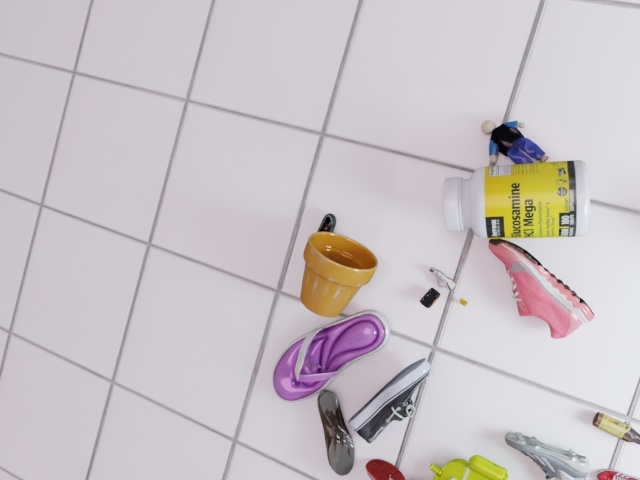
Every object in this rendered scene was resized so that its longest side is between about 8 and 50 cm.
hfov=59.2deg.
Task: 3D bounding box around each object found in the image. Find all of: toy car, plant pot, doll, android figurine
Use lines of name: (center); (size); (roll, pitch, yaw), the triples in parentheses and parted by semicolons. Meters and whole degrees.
toy car: (0.337, 0.174, 1.544); (0.122, 0.040, 0.060); (21, 75, 22)
plant pot: (0.033, 0.106, 1.589); (0.205, 0.205, 0.187); (30, 114, 18)
doll: (0.501, -0.252, 1.490); (0.189, 0.046, 0.129); (44, 102, 15)
android figurine: (0.400, 0.685, 1.475); (0.273, 0.056, 0.248); (22, 97, 33)

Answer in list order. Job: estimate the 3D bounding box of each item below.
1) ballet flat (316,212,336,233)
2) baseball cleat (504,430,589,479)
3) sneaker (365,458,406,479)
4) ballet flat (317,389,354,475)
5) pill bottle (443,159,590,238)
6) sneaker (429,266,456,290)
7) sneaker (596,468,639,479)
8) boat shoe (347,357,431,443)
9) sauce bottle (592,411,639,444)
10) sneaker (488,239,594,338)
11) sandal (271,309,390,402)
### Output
ballet flat: (0.000, 0.000, 1.669); (0.058, 0.049, 0.173); (20, 96, 21)
baseball cleat: (0.568, 0.565, 1.436); (0.206, 0.072, 0.109); (14, 100, 24)
sneaker: (0.207, 0.715, 1.559); (0.221, 0.087, 0.127); (28, 122, 40)
ballet flat: (0.039, 0.556, 1.644); (0.084, 0.058, 0.249); (-15, 89, -16)
pill bottle: (0.486, -0.097, 1.417); (0.334, 0.188, 0.187); (-2, 88, 21)
sneaker: (0.331, 0.108, 1.553); (0.083, 0.032, 0.037); (38, 101, 18)
sneaker: (0.739, 0.594, 1.372); (0.119, 0.067, 0.042); (6, 91, 20)
boat shoe: (0.209, 0.449, 1.550); (0.105, 0.113, 0.306); (46, 106, 9)
sauce bottle: (0.742, 0.469, 1.389); (0.128, 0.042, 0.042); (24, 97, 17)
sneaker: (0.531, 0.123, 1.435); (0.314, 0.116, 0.136); (45, 105, 15)
sandal: (0.007, 0.328, 1.631); (0.416, 0.102, 0.169); (-38, 76, 16)
